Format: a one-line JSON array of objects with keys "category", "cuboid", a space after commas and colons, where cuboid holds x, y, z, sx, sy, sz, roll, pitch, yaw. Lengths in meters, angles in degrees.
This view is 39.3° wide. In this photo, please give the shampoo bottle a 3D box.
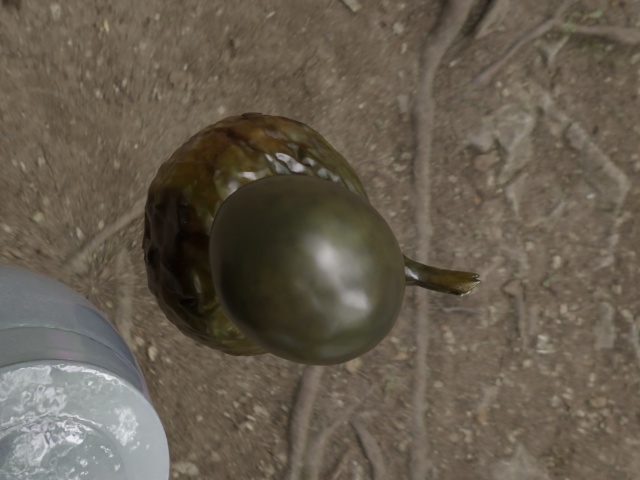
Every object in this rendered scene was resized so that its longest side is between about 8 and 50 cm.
[{"category": "shampoo bottle", "cuboid": [-0.281, 0.164, 0.763, 0.273, 0.266, 0.273, -10, 110, -30]}]

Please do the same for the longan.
[{"category": "longan", "cuboid": [-0.012, 0.021, 0.803, 0.185, 0.204, 0.159, 41, 102, -4]}]

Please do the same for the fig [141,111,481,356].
[{"category": "fig", "cuboid": [0.000, 0.000, 1.015, 0.369, 0.286, 0.286, 5, 85, 16]}]
